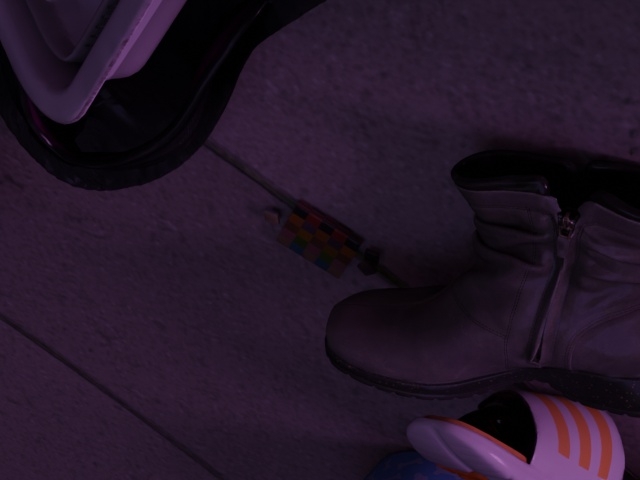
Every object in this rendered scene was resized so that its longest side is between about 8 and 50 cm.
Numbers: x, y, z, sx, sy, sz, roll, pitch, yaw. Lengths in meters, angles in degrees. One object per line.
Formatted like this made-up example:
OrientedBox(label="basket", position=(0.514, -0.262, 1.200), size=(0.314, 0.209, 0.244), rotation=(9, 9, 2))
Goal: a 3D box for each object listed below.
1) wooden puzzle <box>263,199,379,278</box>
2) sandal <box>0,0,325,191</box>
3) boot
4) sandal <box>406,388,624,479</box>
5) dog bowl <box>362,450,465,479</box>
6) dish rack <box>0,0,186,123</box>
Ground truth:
OrientedBox(label="wooden puzzle", position=(0.000, 0.000, 1.066), size=(0.083, 0.006, 0.049), rotation=(32, 147, 0))
OrientedBox(label="sandal", position=(-0.099, -0.128, 0.891), size=(0.167, 0.107, 0.446), rotation=(39, 146, -10))
OrientedBox(label="boot", position=(0.101, 0.012, 0.952), size=(0.246, 0.083, 0.161), rotation=(3, 130, 29))
OrientedBox(label="sandal", position=(0.164, 0.145, 1.071), size=(0.265, 0.076, 0.102), rotation=(29, 168, -35))
OrientedBox(label="dog bowl", position=(0.106, 0.273, 1.272), size=(0.166, 0.074, 0.297), rotation=(10, 140, 30))
OrientedBox(label="dish rack", position=(-0.099, -0.236, 0.698), size=(0.286, 0.072, 0.333), rotation=(64, 148, 12))
